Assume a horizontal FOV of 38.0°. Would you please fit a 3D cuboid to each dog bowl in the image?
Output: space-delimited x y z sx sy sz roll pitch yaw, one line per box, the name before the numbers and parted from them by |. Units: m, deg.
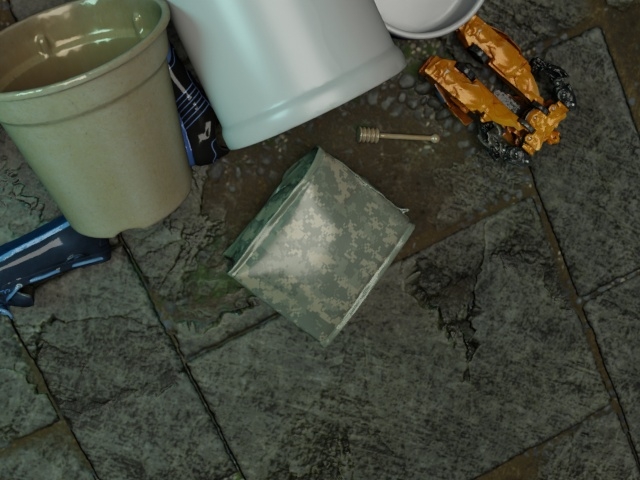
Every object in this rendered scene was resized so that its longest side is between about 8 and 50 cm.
dog bowl | 0.166 -0.490 1.649 0.265 0.104 0.264 -2 101 -11

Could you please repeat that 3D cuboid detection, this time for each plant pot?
plant pot | -0.354 -0.187 1.493 0.334 0.334 0.305 -22 126 -7

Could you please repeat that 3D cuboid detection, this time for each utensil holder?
utensil holder | -0.087 -0.389 1.510 0.328 0.327 0.385 -27 101 -5

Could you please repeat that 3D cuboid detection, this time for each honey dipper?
honey dipper | 0.147 -0.193 1.739 0.161 0.030 0.030 3 99 -15

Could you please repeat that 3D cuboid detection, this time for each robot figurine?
robot figurine | 0.336 -0.276 1.732 0.291 0.085 0.211 39 91 -14

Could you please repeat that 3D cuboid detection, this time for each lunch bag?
lunch bag | 0.000 0.000 1.672 0.235 0.169 0.287 38 95 -15

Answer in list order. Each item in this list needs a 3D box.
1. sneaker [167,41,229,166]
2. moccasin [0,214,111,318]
sneaker | -0.227 -0.245 1.631 0.091 0.081 0.232 -17 110 -11
moccasin | -0.521 0.068 1.597 0.342 0.138 0.116 -27 108 -5
